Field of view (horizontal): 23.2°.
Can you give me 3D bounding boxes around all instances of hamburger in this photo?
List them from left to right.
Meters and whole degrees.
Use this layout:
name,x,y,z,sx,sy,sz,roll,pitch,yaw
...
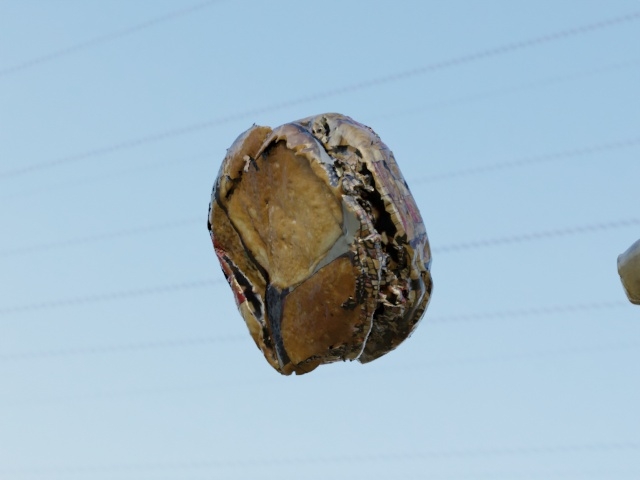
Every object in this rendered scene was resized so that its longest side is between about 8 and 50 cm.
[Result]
name,x,y,z,sx,sy,sz,roll,pitch,yaw
hamburger,0.000,0.000,1.288,0.106,0.231,0.231,-10,-9,-31

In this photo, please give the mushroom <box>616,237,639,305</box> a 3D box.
name,x,y,z,sx,sy,sz,roll,pitch,yaw
mushroom,0.377,0.003,1.436,0.099,0.096,0.278,35,-25,-17
